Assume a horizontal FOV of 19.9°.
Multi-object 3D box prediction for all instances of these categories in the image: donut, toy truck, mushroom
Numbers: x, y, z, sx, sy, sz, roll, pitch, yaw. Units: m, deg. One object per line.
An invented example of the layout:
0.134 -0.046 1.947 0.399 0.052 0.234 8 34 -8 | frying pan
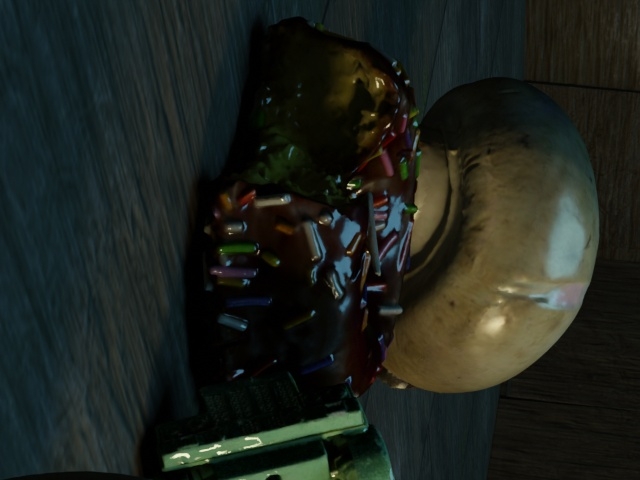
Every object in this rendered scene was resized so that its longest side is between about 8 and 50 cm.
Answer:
0.000 -0.001 1.027 0.230 0.096 0.216 -70 163 -56 | donut
-0.031 0.173 0.971 0.135 0.128 0.260 -111 -168 -47 | toy truck
0.106 0.000 1.384 0.184 0.255 0.255 24 65 -34 | mushroom

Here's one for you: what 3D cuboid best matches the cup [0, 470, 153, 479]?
-0.068 0.216 0.495 0.258 0.186 0.234 -87 171 -61 | cup
